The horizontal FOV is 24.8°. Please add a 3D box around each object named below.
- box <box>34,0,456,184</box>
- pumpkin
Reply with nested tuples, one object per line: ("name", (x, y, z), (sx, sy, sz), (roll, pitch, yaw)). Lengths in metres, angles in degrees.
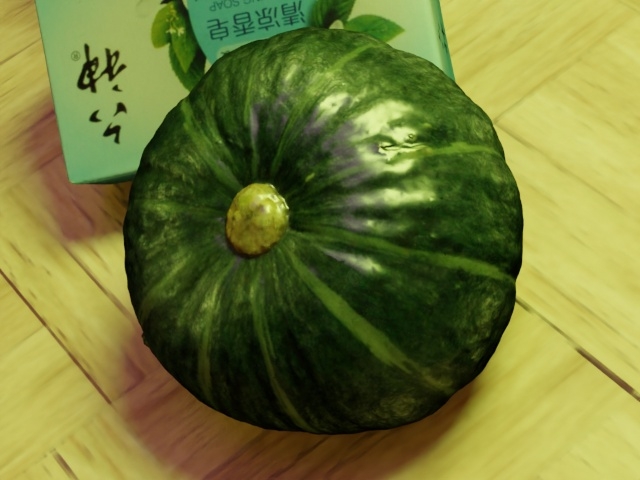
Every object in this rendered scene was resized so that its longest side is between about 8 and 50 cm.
("box", (-0.044, -0.122, 0.862), (0.232, 0.083, 0.142), (-10, 91, 9))
("pumpkin", (0.001, -0.001, 0.739), (0.211, 0.152, 0.211), (-7, 78, 34))
